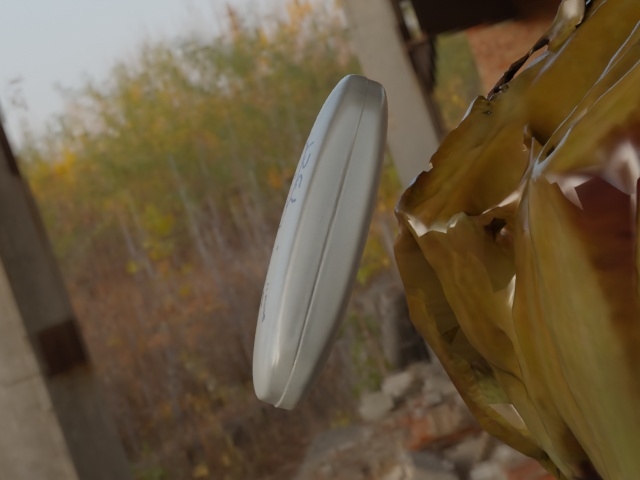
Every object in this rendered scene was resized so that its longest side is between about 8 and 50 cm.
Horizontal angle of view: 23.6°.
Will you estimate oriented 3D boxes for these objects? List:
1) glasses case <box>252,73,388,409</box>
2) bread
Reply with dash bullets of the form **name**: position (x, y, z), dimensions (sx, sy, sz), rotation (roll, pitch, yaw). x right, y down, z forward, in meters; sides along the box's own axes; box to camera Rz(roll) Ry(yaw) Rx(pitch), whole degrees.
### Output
- **glasses case**: position (0.000, 0.000, 0.881), dimensions (0.049, 0.197, 0.076), rotation (16, -10, -5)
- **bread**: position (0.162, 0.005, 0.465), dimensions (0.277, 0.324, 0.167), rotation (-42, 48, -20)
